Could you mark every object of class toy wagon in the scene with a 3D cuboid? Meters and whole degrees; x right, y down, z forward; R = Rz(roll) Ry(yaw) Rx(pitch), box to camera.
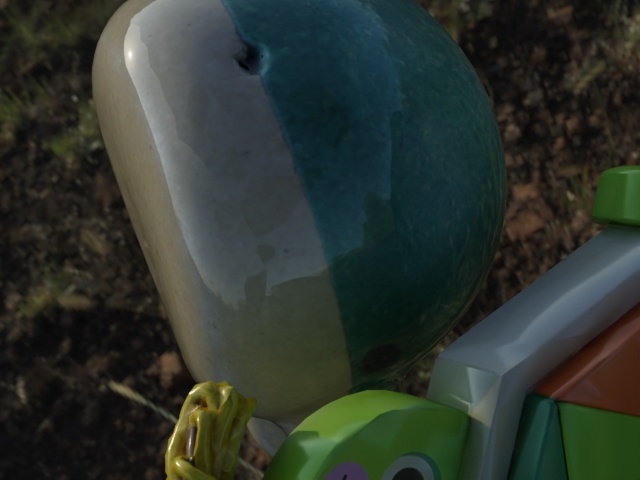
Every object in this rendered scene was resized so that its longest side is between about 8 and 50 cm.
[{"bbox_3d":[0.111,0.114,0.468,0.068,0.344,0.267,8,85,61],"label":"toy wagon"}]

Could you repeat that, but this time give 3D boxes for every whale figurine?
[{"bbox_3d":[0.000,0.000,0.581,0.141,0.272,0.216,-21,60,-8],"label":"whale figurine"}]
